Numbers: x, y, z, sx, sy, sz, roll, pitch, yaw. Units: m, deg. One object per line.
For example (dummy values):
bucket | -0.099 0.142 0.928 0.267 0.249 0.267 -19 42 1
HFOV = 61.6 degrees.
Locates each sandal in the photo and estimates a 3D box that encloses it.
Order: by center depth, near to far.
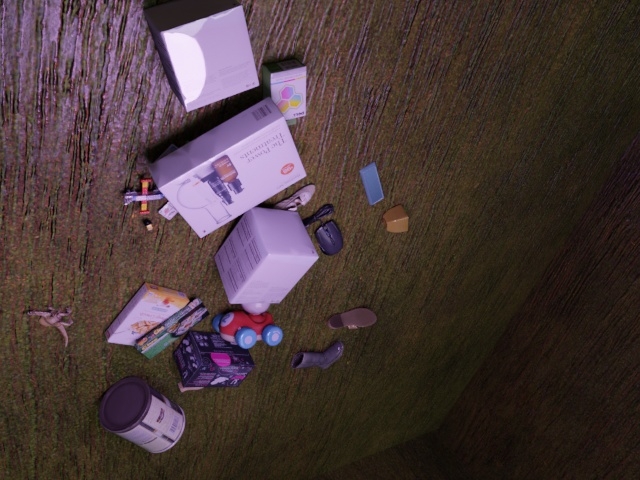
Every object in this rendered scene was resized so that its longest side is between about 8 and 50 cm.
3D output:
sandal | 0.133 0.365 2.454 0.240 0.088 0.079 -5 162 -25

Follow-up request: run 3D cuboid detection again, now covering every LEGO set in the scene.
LEGO set | -0.440 -0.132 1.531 0.244 0.060 0.182 -44 140 2

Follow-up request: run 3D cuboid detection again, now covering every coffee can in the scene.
coffee can | -0.662 0.658 2.013 0.202 0.201 0.275 -33 141 -6

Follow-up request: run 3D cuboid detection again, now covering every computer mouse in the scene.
computer mouse | 0.000 0.000 1.991 0.184 0.060 0.262 -30 140 -11

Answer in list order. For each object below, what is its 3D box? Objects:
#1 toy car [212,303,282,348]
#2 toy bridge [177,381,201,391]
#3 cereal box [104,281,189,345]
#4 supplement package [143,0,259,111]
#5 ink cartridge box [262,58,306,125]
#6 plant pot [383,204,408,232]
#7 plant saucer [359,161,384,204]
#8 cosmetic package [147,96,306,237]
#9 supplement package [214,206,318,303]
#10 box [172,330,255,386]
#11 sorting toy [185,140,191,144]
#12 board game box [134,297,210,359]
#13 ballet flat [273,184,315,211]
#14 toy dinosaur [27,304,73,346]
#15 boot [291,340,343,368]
toy car | -0.261 0.245 1.966 0.211 0.219 0.237 2 97 -38
toy bridge | -0.477 0.561 2.169 0.188 0.063 0.026 -25 139 -14
cereal box | -0.581 0.257 1.805 0.240 0.047 0.173 -49 142 13
supplement package | -0.277 -0.453 1.270 0.194 0.149 0.203 -25 139 -15
ink cartridge box | -0.102 -0.399 1.525 0.109 0.062 0.209 -19 137 -23
plant pot | 0.293 -0.079 2.125 0.083 0.081 0.081 -16 137 -7
plant saucer | 0.193 -0.204 1.974 0.067 0.018 0.192 -32 141 -7
cosmetic package | -0.247 -0.195 1.519 0.377 0.097 0.284 -31 153 -4
supplement package | -0.182 0.054 1.756 0.199 0.198 0.262 5 138 -40
box | -0.406 0.454 2.041 0.247 0.163 0.142 16 121 -45
sorting toy | -0.353 -0.249 1.514 0.062 0.012 0.083 -32 134 -29
board game box | -0.511 0.308 1.869 0.260 0.030 0.136 -37 160 -16
ballet flat | -0.080 -0.128 1.812 0.168 0.052 0.057 -33 140 -7
toy dinosaur | -0.805 0.245 1.639 0.093 0.053 0.183 -23 134 6
boot | -0.013 0.532 2.499 0.209 0.076 0.189 22 111 -39
